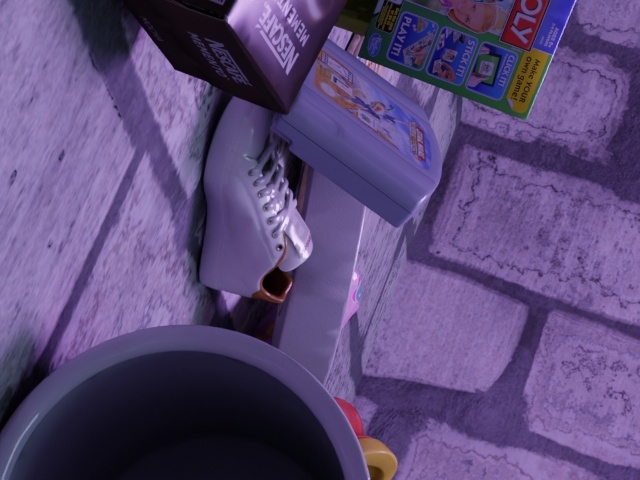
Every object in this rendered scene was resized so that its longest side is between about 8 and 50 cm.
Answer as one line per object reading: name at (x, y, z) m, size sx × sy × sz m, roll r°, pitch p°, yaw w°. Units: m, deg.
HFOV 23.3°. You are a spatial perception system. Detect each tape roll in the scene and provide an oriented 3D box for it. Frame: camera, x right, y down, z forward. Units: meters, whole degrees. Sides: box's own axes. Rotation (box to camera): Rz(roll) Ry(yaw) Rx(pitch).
tape roll at (0.000, 0.000, 1.955) m, size 0.392 × 0.072 × 0.392 m, roll -170°, pitch -90°, yaw -86°

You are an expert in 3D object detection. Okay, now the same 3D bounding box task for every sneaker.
sneaker at (-0.058, -0.046, 1.683) m, size 0.290 × 0.123 × 0.106 m, roll 97°, pitch 18°, yaw -47°

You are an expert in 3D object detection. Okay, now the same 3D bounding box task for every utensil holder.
utensil holder at (-0.116, 0.281, 1.426) m, size 0.385 × 0.327 × 0.328 m, roll 88°, pitch 23°, yaw -73°

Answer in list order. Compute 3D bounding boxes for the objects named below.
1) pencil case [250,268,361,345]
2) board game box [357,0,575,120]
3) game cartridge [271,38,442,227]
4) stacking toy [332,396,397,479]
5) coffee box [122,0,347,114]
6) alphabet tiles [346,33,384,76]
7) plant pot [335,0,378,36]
pencil case at (-0.037, 0.145, 2.160) m, size 0.124 × 0.124 × 0.284 m, roll 99°, pitch 14°, yaw -47°
board game box at (0.197, -0.323, 1.781) m, size 0.046 × 0.213 × 0.317 m, roll -64°, pitch 175°, yaw -77°
game cartridge at (0.043, -0.127, 1.694) m, size 0.062 × 0.198 × 0.297 m, roll -54°, pitch -167°, yaw 21°
stacking toy at (-0.093, 0.305, 1.995) m, size 0.309 × 0.130 × 0.279 m, roll 13°, pitch 127°, yaw -43°
coffee box at (-0.029, -0.275, 1.231) m, size 0.297 × 0.119 × 0.168 m, roll -62°, pitch 158°, yaw -11°
alphabet tiles at (0.086, -0.318, 2.251) m, size 0.278 × 0.021 × 0.284 m, roll 95°, pitch 17°, yaw -57°
plant pot at (0.139, -0.356, 1.910) m, size 0.207 × 0.227 × 0.228 m, roll -61°, pitch 167°, yaw -75°
